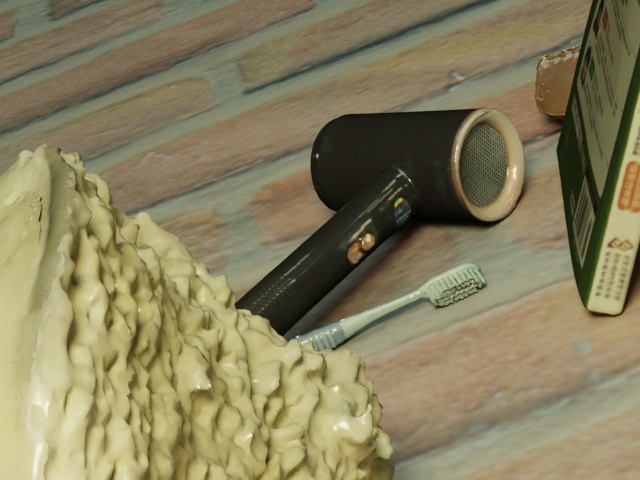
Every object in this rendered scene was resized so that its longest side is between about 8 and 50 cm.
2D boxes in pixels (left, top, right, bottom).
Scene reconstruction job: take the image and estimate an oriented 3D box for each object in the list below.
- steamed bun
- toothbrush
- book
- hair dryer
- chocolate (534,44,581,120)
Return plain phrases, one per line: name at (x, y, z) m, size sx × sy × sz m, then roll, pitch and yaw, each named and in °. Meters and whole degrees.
steamed bun at (-0.105, 0.104, 0.745) m, size 0.274 × 0.272 × 0.290 m, roll -17°, pitch 22°, yaw 12°
toothbrush at (-0.007, 0.063, 1.037) m, size 0.220 × 0.016 × 0.019 m, roll -23°, pitch 33°, yaw -4°
book at (0.172, -0.121, 0.988) m, size 0.027 × 0.264 × 0.202 m, roll 9°, pitch 28°, yaw -1°
hair dryer at (0.000, 0.000, 1.083) m, size 0.128 × 0.070 × 0.255 m, roll 4°, pitch 34°, yaw 45°
chocolate at (0.190, -0.102, 1.183) m, size 0.101 × 0.031 × 0.064 m, roll -18°, pitch 43°, yaw 19°
